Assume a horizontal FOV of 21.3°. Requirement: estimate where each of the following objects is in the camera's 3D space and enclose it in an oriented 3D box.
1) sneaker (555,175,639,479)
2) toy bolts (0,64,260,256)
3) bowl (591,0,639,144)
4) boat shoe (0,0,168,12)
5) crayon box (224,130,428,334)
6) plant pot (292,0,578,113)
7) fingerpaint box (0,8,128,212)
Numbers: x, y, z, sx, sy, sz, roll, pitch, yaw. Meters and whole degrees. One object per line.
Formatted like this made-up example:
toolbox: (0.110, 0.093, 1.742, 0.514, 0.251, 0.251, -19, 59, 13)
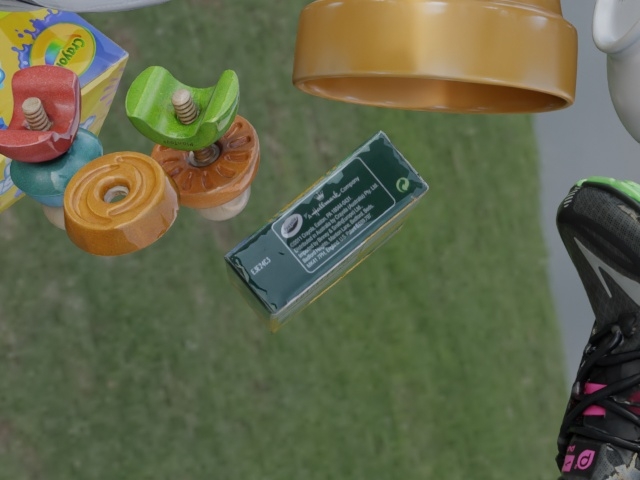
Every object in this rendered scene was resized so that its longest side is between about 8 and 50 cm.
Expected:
sneaker: (0.313, 0.165, 1.609, 0.185, 0.202, 0.482, 120, -45, -73)
toy bolts: (-0.183, -0.043, 1.524, 0.158, 0.228, 0.218, 74, 31, -48)
bowl: (0.313, -0.194, 1.379, 0.134, 0.298, 0.298, 23, 42, -13)
boat shoe: (-0.138, -0.143, 0.755, 0.088, 0.267, 0.096, -6, 96, -62)
crayon box: (0.000, 0.000, 1.828, 0.083, 0.203, 0.323, 50, -6, 4)
plant pot: (0.088, -0.197, 1.236, 0.205, 0.205, 0.188, 9, 85, -69)
fingerpaint box: (-0.493, -0.163, 1.841, 0.371, 0.163, 0.445, 36, 43, 8)
